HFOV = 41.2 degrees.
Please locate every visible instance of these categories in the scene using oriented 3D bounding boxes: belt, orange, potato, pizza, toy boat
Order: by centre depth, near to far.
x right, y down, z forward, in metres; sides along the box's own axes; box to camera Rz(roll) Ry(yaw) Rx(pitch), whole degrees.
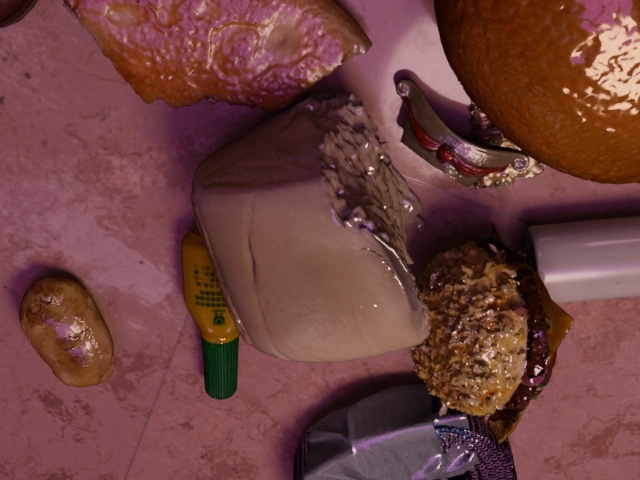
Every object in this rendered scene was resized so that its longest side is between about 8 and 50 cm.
[{"bbox_3d":[0.282,-0.229,0.832,0.322,0.322,0.357,-30,109,15],"label":"orange"},{"bbox_3d":[-0.123,-0.237,0.966,0.366,0.074,0.182,5,116,-3],"label":"pizza"},{"bbox_3d":[0.157,-0.119,1.021,0.185,0.089,0.071,33,105,1],"label":"toy boat"},{"bbox_3d":[-0.343,0.125,1.159,0.107,0.080,0.170,-7,120,18],"label":"potato"},{"bbox_3d":[0.117,0.334,1.246,0.325,0.122,0.260,-14,124,11],"label":"belt"}]

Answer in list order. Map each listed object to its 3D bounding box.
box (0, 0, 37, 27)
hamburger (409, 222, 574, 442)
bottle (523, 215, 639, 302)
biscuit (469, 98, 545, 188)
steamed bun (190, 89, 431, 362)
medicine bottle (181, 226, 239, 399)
[{"bbox_3d":[-0.395,-0.414,0.853,0.263,0.108,0.403,10,117,-4],"label":"box"},{"bbox_3d":[0.189,0.116,1.067,0.139,0.243,0.261,0,122,-20],"label":"hamburger"},{"bbox_3d":[0.389,0.021,1.084,0.245,0.104,0.104,-6,118,4],"label":"bottle"},{"bbox_3d":[0.252,-0.162,1.035,0.144,0.016,0.203,-7,117,4],"label":"biscuit"},{"bbox_3d":[0.000,0.000,0.961,0.274,0.272,0.290,-25,106,0],"label":"steamed bun"},{"bbox_3d":[-0.136,0.102,1.151,0.095,0.064,0.260,-2,118,-9],"label":"medicine bottle"}]
